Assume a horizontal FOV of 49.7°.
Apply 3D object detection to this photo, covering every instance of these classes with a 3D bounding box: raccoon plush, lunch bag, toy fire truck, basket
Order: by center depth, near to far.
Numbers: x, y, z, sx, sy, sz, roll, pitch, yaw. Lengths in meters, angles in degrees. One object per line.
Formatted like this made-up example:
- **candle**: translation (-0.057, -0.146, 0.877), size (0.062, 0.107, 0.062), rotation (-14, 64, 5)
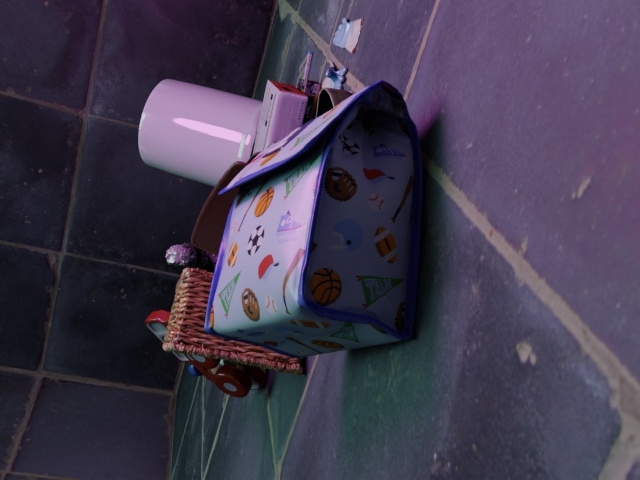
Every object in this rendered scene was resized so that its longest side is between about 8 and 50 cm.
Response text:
- **lunch bag**: translation (-0.012, -0.033, 1.099), size (0.327, 0.238, 0.386), rotation (-19, 55, 54)
- **basket**: translation (-0.199, 0.227, 1.554), size (0.214, 0.299, 0.223), rotation (117, 160, -46)
- **toy fire truck**: translation (-0.288, 0.284, 1.813), size (0.253, 0.302, 0.169), rotation (-11, 38, 39)
- **raccoon plush**: translation (-0.316, -0.035, 2.272), size (0.446, 0.216, 0.299), rotation (41, -123, -76)

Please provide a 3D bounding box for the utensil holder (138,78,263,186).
- **utensil holder**: translation (-0.358, -0.344, 2.294), size (0.327, 0.385, 0.328), rotation (17, -90, -80)

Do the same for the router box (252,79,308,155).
- **router box**: translation (-0.131, -0.274, 1.975), size (0.301, 0.082, 0.336), rotation (-117, 38, -69)

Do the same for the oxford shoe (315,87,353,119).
- **oxford shoe**: translation (0.009, -0.123, 1.337), size (0.123, 0.130, 0.349), rotation (-1, 77, 52)

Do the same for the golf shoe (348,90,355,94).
- **golf shoe**: translation (0.037, -0.247, 1.531), size (0.198, 0.077, 0.094), rotation (-51, 16, 53)

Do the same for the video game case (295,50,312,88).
- **video game case**: translation (-0.060, -0.510, 2.222), size (0.119, 0.015, 0.167), rotation (168, 113, -75)

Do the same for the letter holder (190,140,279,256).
- **letter holder**: translation (-0.172, -0.095, 1.696), size (0.302, 0.214, 0.152), rotation (-54, 23, 38)

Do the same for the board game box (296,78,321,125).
- **board game box**: translation (-0.051, -0.381, 2.011), size (0.141, 0.048, 0.171), rotation (-132, 56, -72)

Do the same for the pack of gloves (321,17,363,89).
- **pack of gloves**: translation (0.036, -0.469, 1.752), size (0.232, 0.046, 0.195), rotation (-120, 43, -69)
